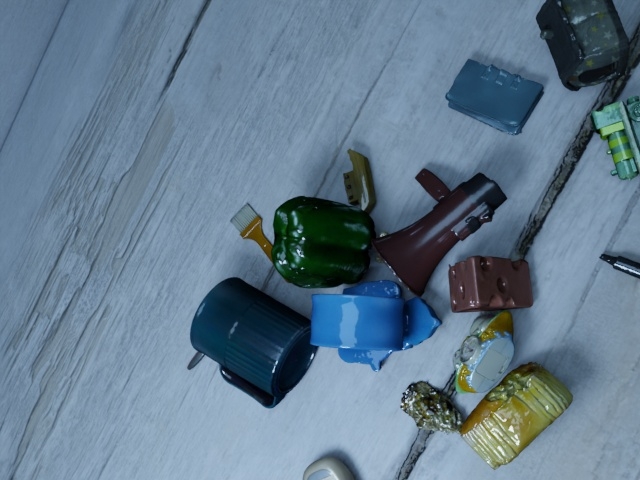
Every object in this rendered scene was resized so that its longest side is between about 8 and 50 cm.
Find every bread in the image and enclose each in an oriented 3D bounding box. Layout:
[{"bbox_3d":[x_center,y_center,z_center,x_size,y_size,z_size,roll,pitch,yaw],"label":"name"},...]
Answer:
[{"bbox_3d":[0.436,0.391,1.212,0.250,0.179,0.133,-49,67,14],"label":"bread"}]

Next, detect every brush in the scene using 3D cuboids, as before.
[{"bbox_3d":[-0.172,0.016,1.665,0.090,0.017,0.314,-46,66,12],"label":"brush"}]

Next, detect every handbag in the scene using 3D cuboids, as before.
[{"bbox_3d":[0.456,-0.384,1.410,0.221,0.057,0.144,33,92,27],"label":"handbag"}]

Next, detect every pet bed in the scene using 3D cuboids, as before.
[{"bbox_3d":[0.616,-0.477,1.275,0.159,0.183,0.211,-16,74,20],"label":"pet bed"}]

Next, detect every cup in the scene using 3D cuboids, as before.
[{"bbox_3d":[-0.188,0.299,1.500,0.292,0.242,0.308,24,89,25],"label":"cup"}]

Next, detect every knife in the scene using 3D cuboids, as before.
[{"bbox_3d":[-0.342,0.325,1.692,0.247,0.018,0.035,-47,62,10],"label":"knife"}]

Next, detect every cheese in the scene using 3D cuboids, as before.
[{"bbox_3d":[0.423,0.102,1.292,0.177,0.203,0.128,-2,77,-4],"label":"cheese"}]

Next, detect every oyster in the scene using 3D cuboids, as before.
[{"bbox_3d":[0.284,0.435,1.355,0.177,0.056,0.105,38,91,30],"label":"oyster"}]

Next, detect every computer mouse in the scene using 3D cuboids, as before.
[{"bbox_3d":[0.043,0.693,1.407,0.145,0.082,0.236,-34,70,16],"label":"computer mouse"}]

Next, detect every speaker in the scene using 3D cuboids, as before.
[{"bbox_3d":[0.300,-0.042,1.387,0.329,0.259,0.198,-44,105,6],"label":"speaker"}]

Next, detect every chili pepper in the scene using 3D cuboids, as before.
[{"bbox_3d":[0.000,0.000,1.442,0.233,0.256,0.249,-15,71,53],"label":"chili pepper"}]

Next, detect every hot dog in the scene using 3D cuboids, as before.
[{"bbox_3d":[0.174,0.017,1.488,0.030,0.034,0.090,11,105,17],"label":"hot dog"}]

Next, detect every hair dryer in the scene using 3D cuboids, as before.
[{"bbox_3d":[0.759,0.070,1.184,0.255,0.070,0.128,29,94,31],"label":"hair dryer"}]

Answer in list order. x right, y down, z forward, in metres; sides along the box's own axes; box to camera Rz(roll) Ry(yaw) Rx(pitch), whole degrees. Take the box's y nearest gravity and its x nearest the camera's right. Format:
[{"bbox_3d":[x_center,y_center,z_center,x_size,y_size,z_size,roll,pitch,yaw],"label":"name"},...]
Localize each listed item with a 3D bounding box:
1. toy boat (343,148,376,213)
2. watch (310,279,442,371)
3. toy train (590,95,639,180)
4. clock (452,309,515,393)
[{"bbox_3d":[0.108,-0.170,1.540,0.077,0.057,0.201,-16,74,29],"label":"toy boat"},{"bbox_3d":[0.131,0.212,1.340,0.305,0.274,0.241,-4,79,30],"label":"watch"},{"bbox_3d":[0.725,-0.230,1.243,0.132,0.083,0.200,-18,73,33],"label":"toy train"},{"bbox_3d":[0.391,0.267,1.288,0.103,0.144,0.231,31,95,-10],"label":"clock"}]
